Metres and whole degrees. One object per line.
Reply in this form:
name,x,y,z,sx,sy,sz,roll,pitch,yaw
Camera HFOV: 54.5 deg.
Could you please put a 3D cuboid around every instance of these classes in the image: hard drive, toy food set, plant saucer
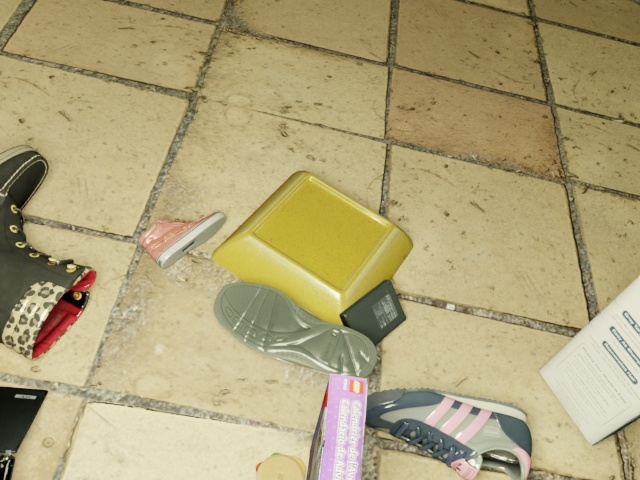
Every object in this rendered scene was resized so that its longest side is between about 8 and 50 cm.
hard drive,0.104,0.151,1.220,0.135,0.022,0.094,-33,108,-33
toy food set,-0.067,0.391,1.023,0.082,0.020,0.083,10,51,-6
plant saucer,0.000,0.000,1.310,0.332,0.081,0.333,32,52,11

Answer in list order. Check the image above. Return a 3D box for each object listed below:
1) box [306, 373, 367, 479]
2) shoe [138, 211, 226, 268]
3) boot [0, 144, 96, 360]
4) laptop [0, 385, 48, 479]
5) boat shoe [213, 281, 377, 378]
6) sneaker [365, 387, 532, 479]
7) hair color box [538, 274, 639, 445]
box,0.013,0.351,0.898,0.057,0.293,0.201,9,51,-1
shoe,-0.280,-0.023,1.265,0.081,0.063,0.178,42,59,13
boot,-0.536,0.016,1.120,0.284,0.138,0.378,23,54,6
laptop,-0.566,0.346,0.924,0.234,0.136,0.265,6,74,-9
boat shoe,-0.050,0.176,1.158,0.320,0.103,0.118,20,69,9
sneaker,0.221,0.341,1.078,0.318,0.112,0.131,9,48,-6
hair color box,0.556,0.212,1.112,0.105,0.347,0.174,-16,58,-25
